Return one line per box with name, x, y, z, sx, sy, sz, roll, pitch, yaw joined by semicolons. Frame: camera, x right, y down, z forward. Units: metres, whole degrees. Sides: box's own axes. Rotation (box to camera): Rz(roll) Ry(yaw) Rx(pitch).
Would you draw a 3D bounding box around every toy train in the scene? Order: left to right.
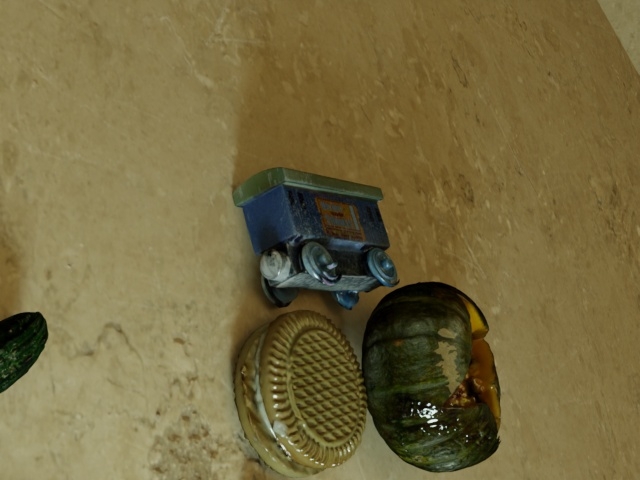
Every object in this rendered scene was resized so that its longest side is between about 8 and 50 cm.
toy train;0.000;0.000;1.789;0.299;0.131;0.202;8;60;-52

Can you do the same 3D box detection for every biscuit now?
biscuit;-0.026;0.227;1.673;0.259;0.079;0.259;29;52;-45

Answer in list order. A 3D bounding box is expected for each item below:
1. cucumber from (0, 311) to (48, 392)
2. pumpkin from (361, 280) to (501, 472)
cucumber;-0.388;0.150;1.234;0.265;0.077;0.077;-32;99;-55
pumpkin;0.184;0.221;1.839;0.320;0.192;0.320;-11;90;-70
